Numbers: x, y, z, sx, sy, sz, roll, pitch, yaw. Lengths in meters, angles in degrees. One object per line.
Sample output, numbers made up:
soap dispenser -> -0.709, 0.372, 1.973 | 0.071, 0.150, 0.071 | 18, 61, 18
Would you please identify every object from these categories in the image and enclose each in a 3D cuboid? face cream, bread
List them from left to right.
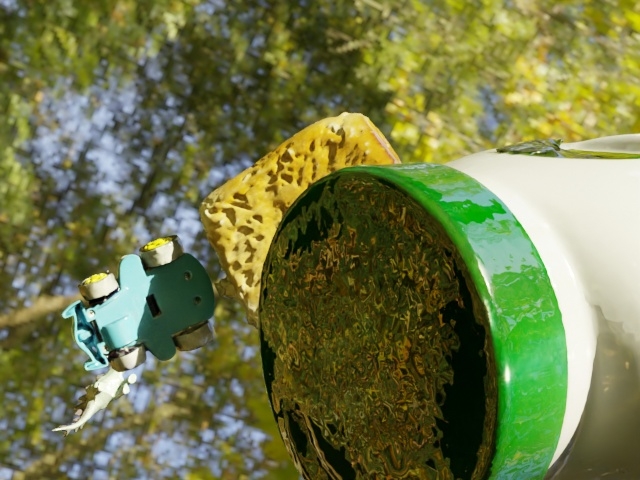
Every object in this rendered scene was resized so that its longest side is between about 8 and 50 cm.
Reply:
bread -> 0.000, 0.000, 1.427 | 0.246, 0.176, 0.195 | -33, -119, 7
face cream -> 0.162, 0.048, 0.819 | 0.312, 0.357, 0.219 | 11, -75, 51

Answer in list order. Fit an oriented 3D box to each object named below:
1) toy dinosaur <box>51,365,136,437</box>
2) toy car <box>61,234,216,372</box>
toy dinosaur -> -0.314, 0.221, 1.876 | 0.082, 0.039, 0.209 | -31, -171, 37
toy car -> -0.199, 0.073, 1.444 | 0.126, 0.162, 0.098 | 68, -16, -13
